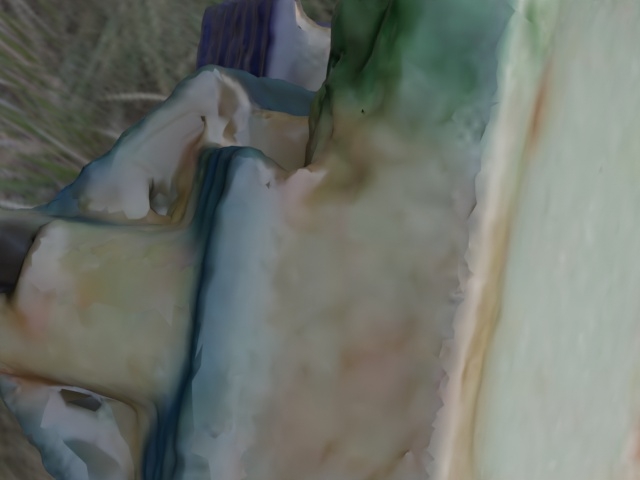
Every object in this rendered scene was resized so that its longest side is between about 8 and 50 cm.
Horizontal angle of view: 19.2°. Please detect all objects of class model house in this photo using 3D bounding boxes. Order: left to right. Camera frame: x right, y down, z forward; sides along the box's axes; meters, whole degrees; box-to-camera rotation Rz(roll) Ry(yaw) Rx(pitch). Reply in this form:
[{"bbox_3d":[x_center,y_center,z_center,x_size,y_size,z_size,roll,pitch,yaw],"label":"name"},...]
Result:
[{"bbox_3d":[0.000,0.000,0.718,0.312,0.280,0.245,5,93,-59],"label":"model house"}]
